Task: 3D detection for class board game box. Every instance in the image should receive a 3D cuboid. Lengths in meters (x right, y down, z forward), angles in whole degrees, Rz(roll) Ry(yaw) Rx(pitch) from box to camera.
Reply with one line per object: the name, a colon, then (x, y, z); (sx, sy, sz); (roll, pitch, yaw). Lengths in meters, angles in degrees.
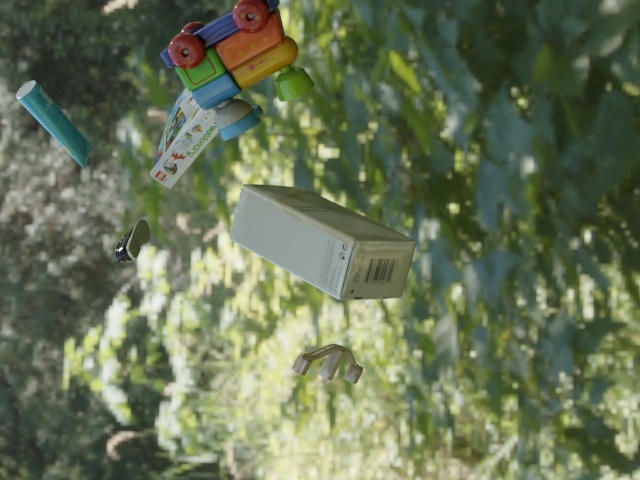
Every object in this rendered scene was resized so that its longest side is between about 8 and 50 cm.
board game box: (-0.234, -0.252, 2.376); (0.193, 0.053, 0.305); (-46, 20, 28)

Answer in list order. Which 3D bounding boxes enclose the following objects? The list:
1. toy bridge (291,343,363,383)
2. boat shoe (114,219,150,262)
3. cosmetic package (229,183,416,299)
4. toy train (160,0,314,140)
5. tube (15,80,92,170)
toy bridge: (0.020, 0.215, 2.175); (0.188, 0.026, 0.063); (19, -80, -54)
boat shoe: (-0.382, -0.001, 2.496); (0.049, 0.042, 0.133); (63, -157, -24)
cosmetic package: (0.000, 0.000, 2.164); (0.309, 0.160, 0.113); (28, 109, 42)
toy train: (-0.049, -0.230, 1.451); (0.143, 0.248, 0.105); (60, -168, -16)
tube: (-0.543, -0.241, 2.545); (0.207, 0.052, 0.080); (51, -147, -33)
